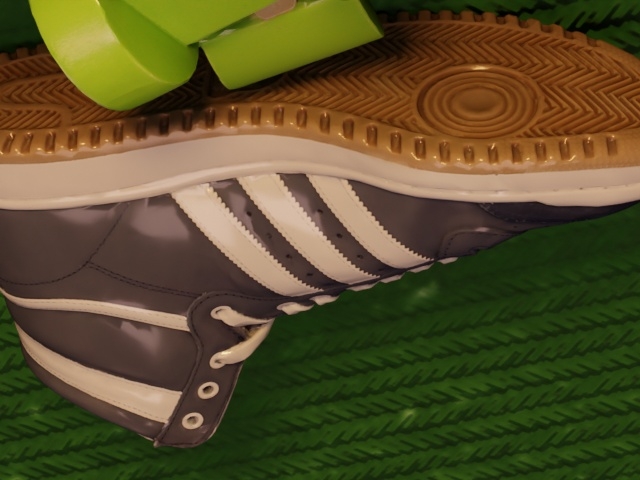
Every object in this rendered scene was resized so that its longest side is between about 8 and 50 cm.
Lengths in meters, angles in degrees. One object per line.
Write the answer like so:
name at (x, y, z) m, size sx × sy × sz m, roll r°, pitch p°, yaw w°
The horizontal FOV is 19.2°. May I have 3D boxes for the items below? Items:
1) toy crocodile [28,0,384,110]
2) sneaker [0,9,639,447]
toy crocodile at (-0.073, -0.129, 0.555) m, size 0.115 × 0.105 × 0.340 m, roll -25°, pitch 150°, yaw 23°
sneaker at (0.000, 0.000, 0.744) m, size 0.282 × 0.099 × 0.153 m, roll 0°, pitch 127°, yaw 9°
